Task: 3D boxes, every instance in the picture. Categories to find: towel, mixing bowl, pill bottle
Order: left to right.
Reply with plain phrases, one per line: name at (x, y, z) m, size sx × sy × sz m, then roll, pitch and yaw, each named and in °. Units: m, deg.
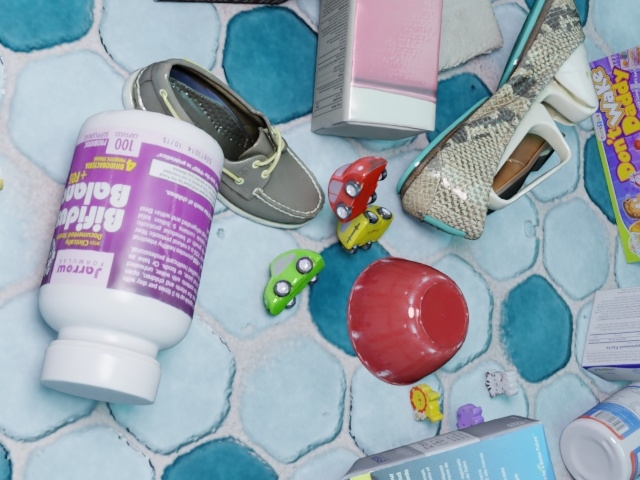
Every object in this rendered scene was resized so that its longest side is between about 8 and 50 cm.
pill bottle at (-0.214, 0.022, 1.213) m, size 0.169 × 0.169 × 0.301 m, roll 21°, pitch 69°, yaw -32°
mixing bowl at (0.137, 0.105, 1.504) m, size 0.181 × 0.098 × 0.181 m, roll 8°, pitch 76°, yaw -36°
towel at (0.152, -0.335, 1.626) m, size 0.282 × 0.049 × 0.187 m, roll -26°, pitch 99°, yaw -38°
pill bottle at (0.486, 0.295, 1.711) m, size 0.222 × 0.124 × 0.124 m, roll -21°, pitch 94°, yaw -37°

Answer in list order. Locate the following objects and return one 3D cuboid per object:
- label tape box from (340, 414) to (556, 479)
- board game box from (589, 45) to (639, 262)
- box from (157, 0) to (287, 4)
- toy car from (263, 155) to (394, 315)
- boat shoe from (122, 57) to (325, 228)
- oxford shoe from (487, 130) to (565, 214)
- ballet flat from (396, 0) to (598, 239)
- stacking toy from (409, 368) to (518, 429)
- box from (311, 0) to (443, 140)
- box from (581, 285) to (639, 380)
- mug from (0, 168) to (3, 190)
label tape box at (0.143, 0.392, 1.429) m, size 0.348 × 0.115 × 0.249 m, roll -13°, pitch 90°, yaw -10°
board game box at (0.573, -0.151, 1.787) m, size 0.078 × 0.233 × 0.347 m, roll -14°, pitch 90°, yaw -38°
box at (-0.097, -0.401, 1.377) m, size 0.203 × 0.167 × 0.168 m, roll -8°, pitch 87°, yaw -37°
toy car at (0.000, 0.000, 1.411) m, size 0.053 × 0.239 × 0.225 m, roll 42°, pitch 81°, yaw 18°
boat shoe at (-0.104, -0.116, 1.368) m, size 0.305 × 0.091 × 0.109 m, roll 37°, pitch 62°, yaw -26°
oxford shoe at (0.287, -0.114, 1.685) m, size 0.076 × 0.076 × 0.212 m, roll 39°, pitch 59°, yaw 10°
ballet flat at (0.298, -0.182, 1.618) m, size 0.182 × 0.164 × 0.482 m, roll 33°, pitch 63°, yaw 8°
stacking toy at (0.217, 0.298, 1.561) m, size 0.167 × 0.052 × 0.221 m, roll -9°, pitch 90°, yaw -35°
box at (0.075, -0.256, 1.452) m, size 0.127 × 0.149 × 0.232 m, roll 4°, pitch 89°, yaw -18°
box at (0.496, 0.148, 1.744) m, size 0.072 × 0.126 × 0.137 m, roll 30°, pitch 66°, yaw -31°
mug at (-0.379, -0.066, 1.178) m, size 0.064 × 0.062 × 0.078 m, roll -25°, pitch 90°, yaw -29°
